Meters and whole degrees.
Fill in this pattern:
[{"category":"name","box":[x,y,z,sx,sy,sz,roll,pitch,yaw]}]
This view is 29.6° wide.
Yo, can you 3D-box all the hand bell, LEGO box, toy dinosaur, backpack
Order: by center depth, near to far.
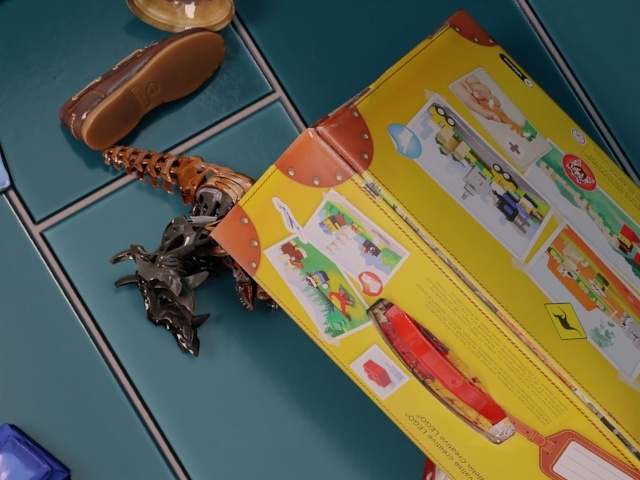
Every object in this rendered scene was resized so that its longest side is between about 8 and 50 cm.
[{"category":"backpack","box":[-0.339,0.262,1.274,0.098,0.101,0.120,39,79,5]},{"category":"LEGO box","box":[0.196,0.042,1.276,0.500,0.193,0.372,46,40,0]},{"category":"toy dinosaur","box":[-0.111,0.001,1.351,0.322,0.164,0.218,27,65,32]},{"category":"hand bell","box":[-0.150,-0.379,1.436,0.126,0.126,0.242,9,66,-9]}]

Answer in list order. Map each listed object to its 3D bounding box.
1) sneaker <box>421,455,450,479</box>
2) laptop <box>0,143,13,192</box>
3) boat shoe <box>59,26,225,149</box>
[{"category":"sneaker","box":[0.187,0.272,1.388,0.128,0.087,0.221,27,88,-13]},{"category":"laptop","box":[-0.585,-0.190,1.246,0.236,0.408,0.382,-23,83,20]},{"category":"boat shoe","box":[-0.207,-0.186,1.393,0.207,0.073,0.073,-36,48,-20]}]
